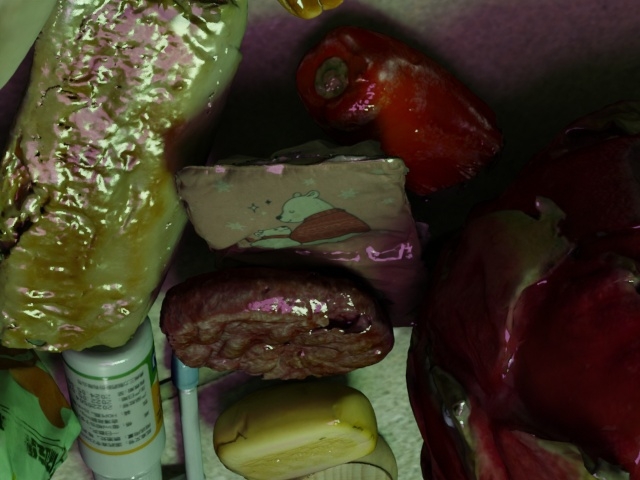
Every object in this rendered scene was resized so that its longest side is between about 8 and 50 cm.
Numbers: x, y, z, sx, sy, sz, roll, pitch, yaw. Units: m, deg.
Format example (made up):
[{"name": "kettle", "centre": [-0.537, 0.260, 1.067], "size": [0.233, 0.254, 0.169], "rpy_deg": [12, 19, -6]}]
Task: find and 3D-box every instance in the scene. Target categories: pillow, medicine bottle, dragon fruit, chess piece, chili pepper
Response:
[{"name": "pillow", "centre": [0.000, 0.000, 1.034], "size": [0.135, 0.049, 0.248], "rpy_deg": [-7, 153, 8]}, {"name": "medicine bottle", "centre": [-0.123, 0.125, 1.167], "size": [0.092, 0.061, 0.221], "rpy_deg": [-20, 139, -18]}, {"name": "dragon fruit", "centre": [0.203, 0.083, 1.010], "size": [0.329, 0.329, 0.329], "rpy_deg": [-5, 135, -5]}, {"name": "chess piece", "centre": [0.016, 0.174, 1.252], "size": [0.083, 0.038, 0.084], "rpy_deg": [-5, 137, -5]}, {"name": "chili pepper", "centre": [0.044, -0.077, 0.988], "size": [0.123, 0.073, 0.070], "rpy_deg": [31, 81, -36]}]

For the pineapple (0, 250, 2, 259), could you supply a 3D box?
[{"name": "pineapple", "centre": [-0.311, 0.030, 0.913], "size": [0.271, 0.262, 0.262], "rpy_deg": [-29, 139, -19]}]

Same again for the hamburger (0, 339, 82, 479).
[{"name": "hamburger", "centre": [-0.284, 0.145, 1.053], "size": [0.235, 0.214, 0.125], "rpy_deg": [-7, 98, 20]}]

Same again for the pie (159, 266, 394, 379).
[{"name": "pie", "centre": [-0.027, 0.054, 1.058], "size": [0.154, 0.036, 0.154], "rpy_deg": [0, 158, 0]}]

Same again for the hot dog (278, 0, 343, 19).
[{"name": "hot dog", "centre": [-0.025, -0.172, 0.904], "size": [0.056, 0.041, 0.133], "rpy_deg": [-26, 128, 3]}]

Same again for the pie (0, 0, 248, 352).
[{"name": "pie", "centre": [-0.124, -0.050, 0.980], "size": [0.128, 0.068, 0.282], "rpy_deg": [2, 134, -22]}]

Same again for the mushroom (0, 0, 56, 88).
[{"name": "mushroom", "centre": [-0.264, -0.163, 0.668], "size": [0.362, 0.294, 0.362], "rpy_deg": [-5, 119, -9]}]

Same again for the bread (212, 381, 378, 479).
[{"name": "bread", "centre": [-0.018, 0.128, 1.186], "size": [0.115, 0.056, 0.082], "rpy_deg": [-20, 146, 22]}]
